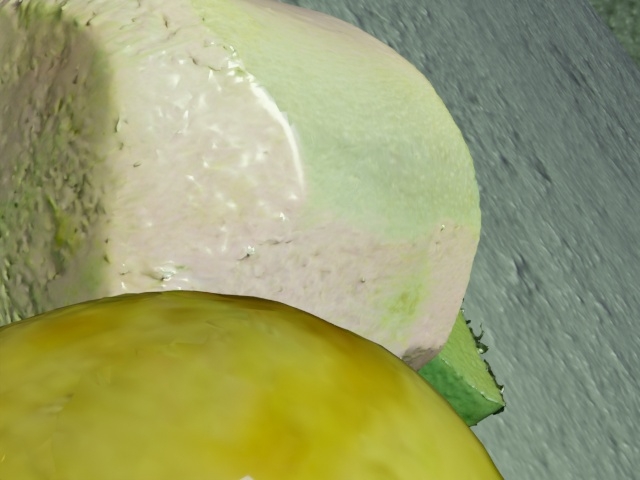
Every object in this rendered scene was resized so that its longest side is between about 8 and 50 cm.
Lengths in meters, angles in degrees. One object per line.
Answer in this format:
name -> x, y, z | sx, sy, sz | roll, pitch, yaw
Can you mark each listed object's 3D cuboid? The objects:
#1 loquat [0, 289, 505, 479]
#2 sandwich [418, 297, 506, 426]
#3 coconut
loquat -> -0.052, 0.147, 0.496 | 0.263, 0.263, 0.263 | 40, 25, -22
sandwich -> 0.000, 0.000, 1.035 | 0.212, 0.063, 0.245 | 26, 32, -38
coconut -> -0.050, -0.008, 0.765 | 0.245, 0.233, 0.233 | 8, 46, -48
